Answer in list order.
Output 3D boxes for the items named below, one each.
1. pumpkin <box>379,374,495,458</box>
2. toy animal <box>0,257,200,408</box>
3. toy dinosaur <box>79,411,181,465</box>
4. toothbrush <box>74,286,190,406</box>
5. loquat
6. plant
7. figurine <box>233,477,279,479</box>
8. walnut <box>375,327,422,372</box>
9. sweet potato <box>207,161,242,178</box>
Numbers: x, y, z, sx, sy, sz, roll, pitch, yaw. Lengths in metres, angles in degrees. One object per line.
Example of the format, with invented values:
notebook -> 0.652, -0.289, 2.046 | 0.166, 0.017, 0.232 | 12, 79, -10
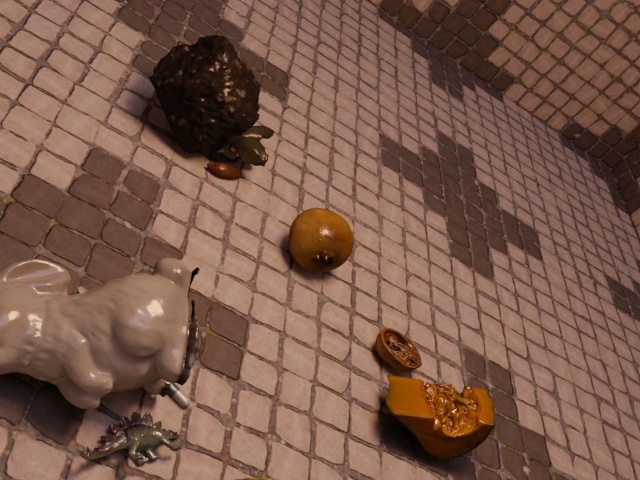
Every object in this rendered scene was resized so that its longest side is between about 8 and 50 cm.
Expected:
pumpkin -> 0.230, 0.368, 1.615 | 0.247, 0.126, 0.131 | 14, 35, -11
toy animal -> -0.375, 0.128, 1.206 | 0.357, 0.194, 0.258 | 14, 55, -21
toy dinosaur -> -0.295, 0.309, 1.204 | 0.082, 0.039, 0.209 | 53, 24, 21
toothbrush -> -0.322, 0.184, 1.338 | 0.276, 0.025, 0.019 | 46, 39, 1
loquat -> 0.000, 0.000, 1.759 | 0.163, 0.137, 0.163 | 42, 29, -30
plant -> -0.233, -0.295, 1.800 | 0.215, 0.213, 0.312 | -92, 162, -46
figurine -> -0.102, 0.516, 1.082 | 0.168, 0.187, 0.315 | 28, 45, -28
walnut -> 0.164, 0.248, 1.728 | 0.121, 0.052, 0.091 | 41, 32, -7
sweet potato -> -0.218, -0.161, 1.807 | 0.095, 0.034, 0.034 | 11, 45, -34
